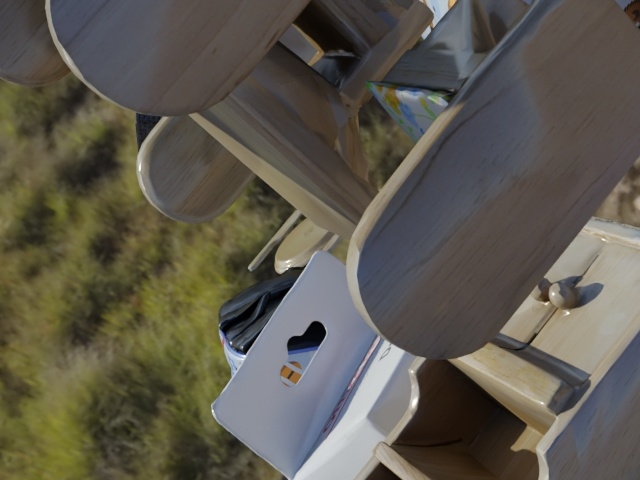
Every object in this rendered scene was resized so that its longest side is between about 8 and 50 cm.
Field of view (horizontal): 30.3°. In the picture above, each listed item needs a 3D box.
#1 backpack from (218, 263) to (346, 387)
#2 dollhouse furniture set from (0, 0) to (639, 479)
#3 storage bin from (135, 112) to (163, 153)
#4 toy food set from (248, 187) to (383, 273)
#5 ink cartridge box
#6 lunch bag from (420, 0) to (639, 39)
[{"bbox_3d":[0.034,0.113,1.206,0.276,0.264,0.213,-137,39,-77],"label":"backpack"},{"bbox_3d":[-0.014,0.008,0.572,0.256,0.394,0.362,-51,22,-6],"label":"dollhouse furniture set"},{"bbox_3d":[-0.211,-0.171,1.647,0.084,0.180,0.122,0,60,-6],"label":"storage bin"},{"bbox_3d":[0.000,0.000,1.452,0.132,0.038,0.192,-50,20,-27],"label":"toy food set"},{"bbox_3d":[0.123,0.141,0.847,0.119,0.353,0.207,-49,6,47],"label":"ink cartridge box"},{"bbox_3d":[0.214,-0.292,1.284,0.239,0.385,0.327,-14,40,-11],"label":"lunch bag"}]
